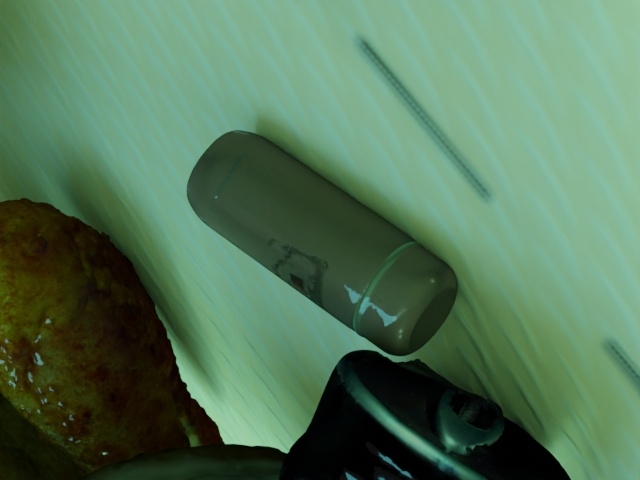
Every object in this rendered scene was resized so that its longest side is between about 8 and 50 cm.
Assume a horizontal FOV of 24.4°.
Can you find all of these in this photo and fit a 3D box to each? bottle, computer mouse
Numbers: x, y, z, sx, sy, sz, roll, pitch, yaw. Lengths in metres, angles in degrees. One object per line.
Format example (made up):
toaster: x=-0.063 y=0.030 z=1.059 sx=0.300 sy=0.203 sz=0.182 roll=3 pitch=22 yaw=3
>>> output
bottle: x=0.000 y=0.000 z=0.717 sx=0.140 sy=0.053 sz=0.053 roll=34 pitch=149 yaw=23
computer mouse: x=0.055 y=0.117 z=0.724 sx=0.137 sy=0.096 sz=0.233 roll=29 pitch=164 yaw=3

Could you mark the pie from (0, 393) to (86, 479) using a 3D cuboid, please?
pie: x=-0.233 y=0.121 z=1.001 sx=0.339 sy=0.083 sz=0.339 roll=45 pitch=-170 yaw=-10

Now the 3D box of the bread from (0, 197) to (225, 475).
bread: x=-0.134 y=0.087 z=0.936 sx=0.095 sy=0.139 sz=0.269 roll=-24 pitch=109 yaw=32

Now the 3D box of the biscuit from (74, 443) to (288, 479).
biscuit: x=-0.083 y=0.262 z=0.894 sx=0.103 sy=0.332 sz=0.332 roll=-125 pitch=13 yaw=-52
